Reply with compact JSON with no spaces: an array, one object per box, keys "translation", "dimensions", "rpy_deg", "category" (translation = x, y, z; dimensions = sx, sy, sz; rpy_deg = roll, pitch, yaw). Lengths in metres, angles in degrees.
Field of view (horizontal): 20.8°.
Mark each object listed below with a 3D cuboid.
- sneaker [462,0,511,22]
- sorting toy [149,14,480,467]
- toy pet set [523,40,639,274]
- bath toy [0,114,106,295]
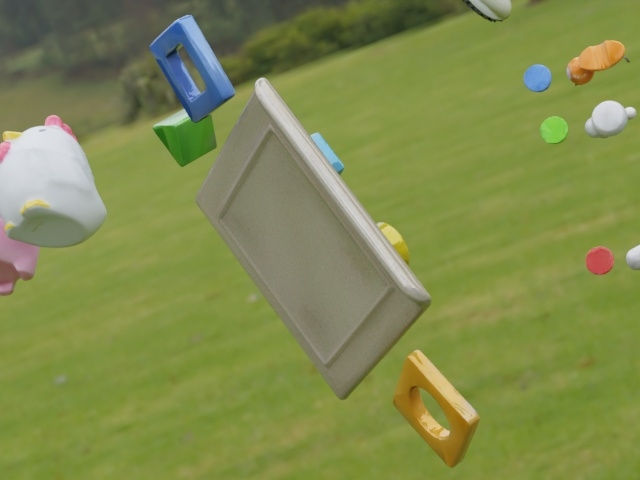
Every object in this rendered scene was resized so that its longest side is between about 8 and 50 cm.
[{"translation":[0.104,-0.232,1.295],"dimensions":[0.075,0.161,0.057],"rpy_deg":[-45,28,6],"category":"sneaker"},{"translation":[0.000,0.000,1.167],"dimensions":[0.047,0.348,0.196],"rpy_deg":[-31,-12,-26],"category":"sorting toy"},{"translation":[0.186,-0.048,0.947],"dimensions":[0.114,0.122,0.065],"rpy_deg":[-19,-15,14],"category":"toy pet set"},{"translation":[-0.344,-0.016,1.699],"dimensions":[0.151,0.129,0.348],"rpy_deg":[25,-39,-36],"category":"bath toy"}]
